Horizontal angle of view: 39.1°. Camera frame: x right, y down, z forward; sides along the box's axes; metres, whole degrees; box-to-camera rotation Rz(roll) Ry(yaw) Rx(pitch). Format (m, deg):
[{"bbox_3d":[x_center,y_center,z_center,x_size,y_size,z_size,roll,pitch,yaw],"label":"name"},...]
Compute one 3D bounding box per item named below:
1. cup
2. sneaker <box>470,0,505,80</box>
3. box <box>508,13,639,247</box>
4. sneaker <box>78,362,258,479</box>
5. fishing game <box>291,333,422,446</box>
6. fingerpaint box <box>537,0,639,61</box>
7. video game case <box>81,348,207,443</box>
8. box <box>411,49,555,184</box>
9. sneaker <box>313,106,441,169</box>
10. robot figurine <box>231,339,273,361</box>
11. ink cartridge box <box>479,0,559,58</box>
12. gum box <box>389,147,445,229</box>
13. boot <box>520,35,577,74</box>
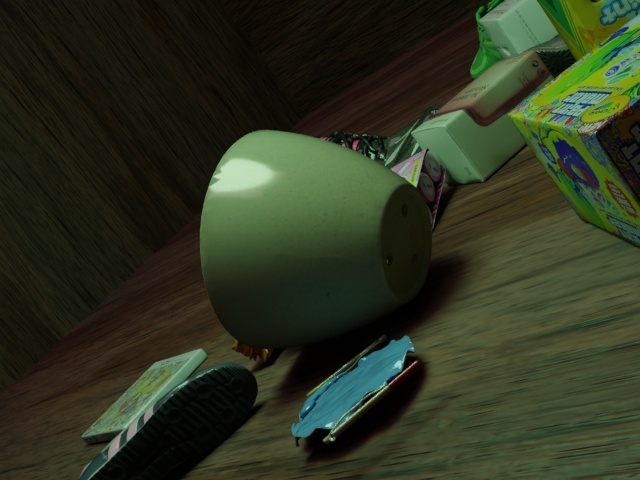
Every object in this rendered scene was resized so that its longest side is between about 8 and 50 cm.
[{"bbox_3d":[0.020,0.001,1.303,0.237,0.331,0.331,1,33,32],"label":"cup"},{"bbox_3d":[0.431,-0.524,2.231,0.109,0.123,0.295,-94,19,-44],"label":"sneaker"},{"bbox_3d":[0.400,-0.142,0.975,0.279,0.177,0.290,-38,12,3],"label":"box"},{"bbox_3d":[-0.237,0.285,1.338,0.319,0.112,0.131,-38,15,-8],"label":"sneaker"},{"bbox_3d":[0.043,0.186,1.093,0.189,0.041,0.264,-38,4,-7],"label":"fishing game"},{"bbox_3d":[0.583,-0.582,1.620,0.445,0.371,0.163,-36,10,4],"label":"fingerpaint box"},{"bbox_3d":[-0.348,0.307,1.776,0.206,0.026,0.227,-23,19,51],"label":"video game case"},{"bbox_3d":[0.308,-0.221,1.641,0.232,0.127,0.148,-40,13,-14],"label":"box"},{"bbox_3d":[0.064,-0.140,1.849,0.483,0.202,0.185,-31,14,30],"label":"sneaker"},{"bbox_3d":[-0.045,0.069,1.544,0.291,0.085,0.211,-46,-23,-47],"label":"robot figurine"},{"bbox_3d":[0.514,-0.532,2.027,0.273,0.115,0.198,-36,12,5],"label":"ink cartridge box"},{"bbox_3d":[0.152,-0.073,1.597,0.107,0.062,0.188,-29,27,36],"label":"gum box"},{"bbox_3d":[0.520,-0.440,1.850,0.190,0.076,0.208,0,55,38],"label":"boot"}]
